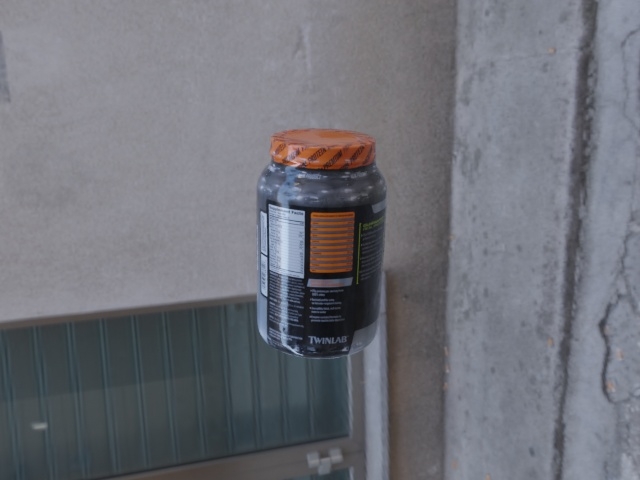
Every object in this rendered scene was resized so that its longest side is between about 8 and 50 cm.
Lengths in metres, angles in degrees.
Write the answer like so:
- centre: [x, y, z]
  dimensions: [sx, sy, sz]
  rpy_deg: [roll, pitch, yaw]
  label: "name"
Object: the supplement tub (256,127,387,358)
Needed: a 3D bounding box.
- centre: [0.000, 0.000, 1.077]
  dimensions: [0.207, 0.207, 0.337]
  rpy_deg: [-132, 41, -64]
  label: "supplement tub"
